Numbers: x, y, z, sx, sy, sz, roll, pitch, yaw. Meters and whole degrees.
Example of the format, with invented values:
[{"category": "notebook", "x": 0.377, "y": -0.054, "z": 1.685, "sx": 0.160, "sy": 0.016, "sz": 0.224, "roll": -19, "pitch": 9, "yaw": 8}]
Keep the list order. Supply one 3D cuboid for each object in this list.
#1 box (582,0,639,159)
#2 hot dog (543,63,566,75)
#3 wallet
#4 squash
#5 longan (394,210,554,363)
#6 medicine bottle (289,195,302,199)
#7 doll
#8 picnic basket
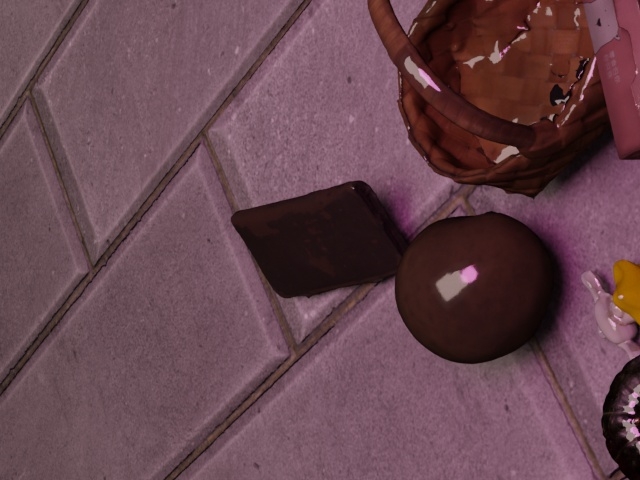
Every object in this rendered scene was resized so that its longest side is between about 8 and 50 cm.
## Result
[{"category": "box", "x": 0.403, "y": -0.195, "z": 1.556, "sx": 0.086, "sy": 0.215, "sz": 0.215, "roll": -29, "pitch": 68, "yaw": 55}, {"category": "hot dog", "x": 0.301, "y": -0.207, "z": 1.814, "sx": 0.083, "sy": 0.035, "sz": 0.058, "roll": 42, "pitch": 122, "yaw": 41}, {"category": "wallet", "x": 0.000, "y": 0.000, "z": 2.120, "sx": 0.309, "sy": 0.042, "sz": 0.165, "roll": -15, "pitch": 116, "yaw": 50}, {"category": "squash", "x": 0.411, "y": 0.210, "z": 1.604, "sx": 0.193, "sy": 0.156, "sz": 0.193, "roll": 5, "pitch": 101, "yaw": 26}, {"category": "longan", "x": 0.197, "y": 0.060, "z": 1.825, "sx": 0.220, "sy": 0.196, "sz": 0.196, "roll": -12, "pitch": 82, "yaw": 43}, {"category": "medicine bottle", "x": -0.021, "y": -0.041, "z": 2.184, "sx": 0.089, "sy": 0.057, "sz": 0.057, "roll": -11, "pitch": 82, "yaw": 48}, {"category": "doll", "x": 0.369, "y": 0.092, "z": 1.721, "sx": 0.113, "sy": 0.071, "sz": 0.135, "roll": -21, "pitch": 79, "yaw": 56}, {"category": "picnic basket", "x": 0.189, "y": -0.221, "z": 1.679, "sx": 0.337, "sy": 0.337, "sz": 0.293, "roll": -51, "pitch": 53, "yaw": 38}]
